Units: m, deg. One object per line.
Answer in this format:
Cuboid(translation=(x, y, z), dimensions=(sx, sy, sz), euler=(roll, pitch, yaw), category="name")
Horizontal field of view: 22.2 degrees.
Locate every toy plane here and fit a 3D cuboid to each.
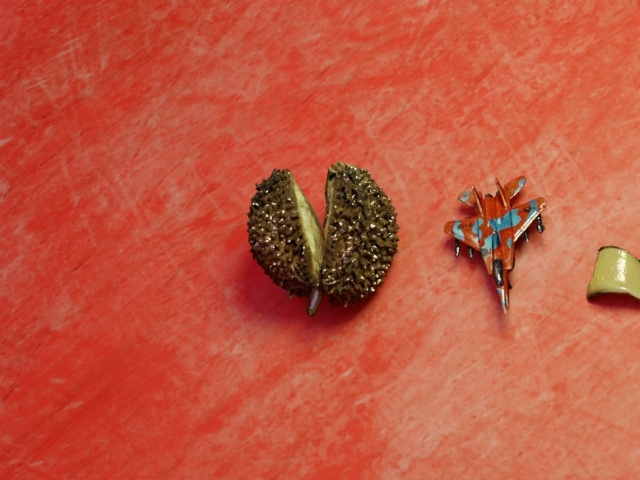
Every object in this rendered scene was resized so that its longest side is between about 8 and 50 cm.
Cuboid(translation=(0.212, 0.010, 1.929), dimensions=(0.130, 0.061, 0.189), euler=(-14, 61, 17), category="toy plane")

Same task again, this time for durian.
Cuboid(translation=(0.000, 0.000, 1.974), dimensions=(0.196, 0.167, 0.196), euler=(-9, 68, 22), category="durian")

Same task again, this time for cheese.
Cuboid(translation=(0.343, 0.040, 1.857), dimensions=(0.084, 0.041, 0.060), euler=(10, 64, 31), category="cheese")
